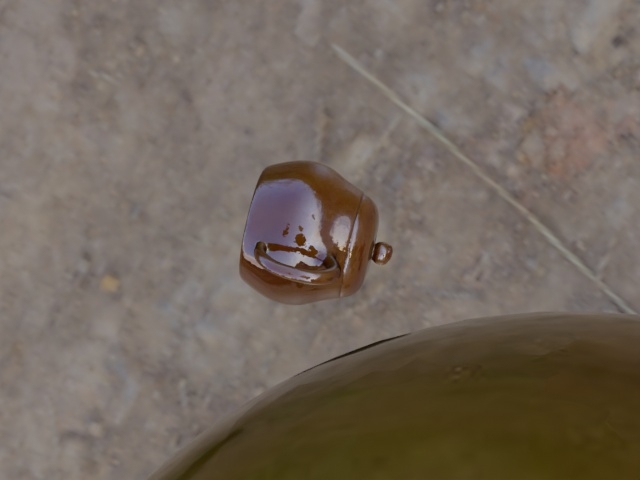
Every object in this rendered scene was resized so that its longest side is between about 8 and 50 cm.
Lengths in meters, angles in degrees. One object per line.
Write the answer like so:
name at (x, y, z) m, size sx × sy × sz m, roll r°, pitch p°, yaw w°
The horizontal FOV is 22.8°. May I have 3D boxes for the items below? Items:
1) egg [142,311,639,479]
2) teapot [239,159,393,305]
egg at (0.087, 0.165, 0.403) m, size 0.282 × 0.351 × 0.282 m, roll -55°, pitch 19°, yaw 30°
teapot at (0.000, 0.000, 1.186) m, size 0.116 × 0.116 × 0.173 m, roll -41°, pitch 7°, yaw 19°
